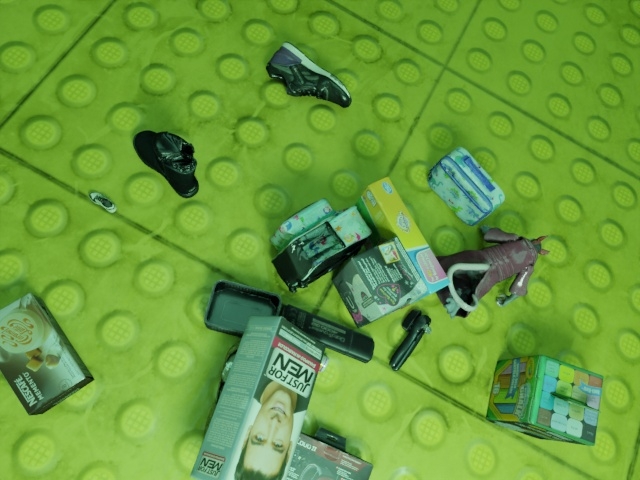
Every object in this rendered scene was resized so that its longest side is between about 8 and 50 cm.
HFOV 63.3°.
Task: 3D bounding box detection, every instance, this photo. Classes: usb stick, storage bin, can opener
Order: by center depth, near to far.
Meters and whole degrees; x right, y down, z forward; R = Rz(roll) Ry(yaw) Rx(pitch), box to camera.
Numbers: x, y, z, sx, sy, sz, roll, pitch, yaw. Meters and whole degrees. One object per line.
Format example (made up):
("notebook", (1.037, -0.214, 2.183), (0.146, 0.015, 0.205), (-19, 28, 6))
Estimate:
("storage bin", (-0.202, 0.186, 1.353), (0.180, 0.084, 0.121), (15, 70, -6))
("usb stick", (0.019, 0.247, 1.372), (0.278, 0.045, 0.077), (24, 55, -15))
("can opener", (0.248, 0.280, 1.438), (0.059, 0.073, 0.186), (46, 68, -37))

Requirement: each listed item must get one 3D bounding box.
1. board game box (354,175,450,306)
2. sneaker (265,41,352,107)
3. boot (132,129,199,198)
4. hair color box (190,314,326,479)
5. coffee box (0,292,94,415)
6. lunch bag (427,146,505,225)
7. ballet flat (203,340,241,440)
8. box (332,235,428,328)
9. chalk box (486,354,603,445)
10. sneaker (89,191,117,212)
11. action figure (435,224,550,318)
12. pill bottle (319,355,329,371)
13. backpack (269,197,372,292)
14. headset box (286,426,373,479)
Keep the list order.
("board game box", (0.201, 0.016, 1.406), (0.064, 0.242, 0.316), (-26, 79, -16))
("sneaker", (-0.040, -0.475, 1.603), (0.283, 0.107, 0.124), (38, 84, 6))
("boot", (-0.413, -0.239, 1.380), (0.094, 0.207, 0.246), (-40, 83, -20))
("hair color box", (-0.130, 0.380, 1.195), (0.185, 0.114, 0.374), (41, 57, -39))
("coffee box", (-0.670, 0.267, 1.223), (0.141, 0.098, 0.246), (-34, 82, -19))
("lunch bag", (0.428, -0.160, 1.542), (0.090, 0.176, 0.219), (-37, 84, -20))
("ballet flat", (-0.212, 0.412, 1.262), (0.123, 0.123, 0.348), (12, 71, -8))
("box", (0.145, 0.119, 1.358), (0.142, 0.247, 0.163), (-25, 79, -16))
("chalk box", (0.587, 0.406, 1.334), (0.181, 0.289, 0.179), (21, 70, -5))
("sneaker", (-0.584, -0.109, 1.393), (0.083, 0.037, 0.031), (31, 71, 1))
("action figure", (0.477, 0.054, 1.448), (0.371, 0.275, 0.247), (-24, 72, -4))
("pill bottle", (-0.021, 0.310, 1.371), (0.083, 0.043, 0.043), (30, 69, -1))
("backpack", (0.000, 0.000, 1.381), (0.254, 0.225, 0.191), (-26, 84, -22))
("headset box", (-0.022, 0.603, 1.242), (0.218, 0.110, 0.293), (25, 70, -3))
